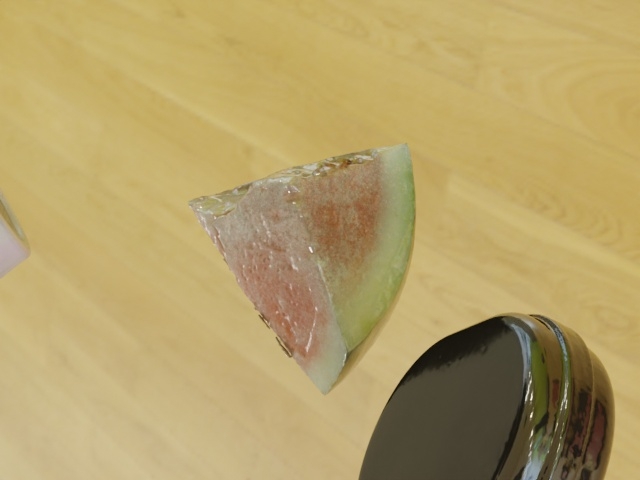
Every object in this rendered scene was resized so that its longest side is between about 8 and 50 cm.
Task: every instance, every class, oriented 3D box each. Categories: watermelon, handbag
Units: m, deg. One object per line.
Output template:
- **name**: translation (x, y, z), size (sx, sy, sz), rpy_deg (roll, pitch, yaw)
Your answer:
- **watermelon**: translation (0.000, 0.000, 1.495), size (0.193, 0.231, 0.310), rpy_deg (-16, 42, 52)
- **handbag**: translation (0.130, 0.190, 1.186), size (0.308, 0.093, 0.254), rpy_deg (-32, 37, 61)

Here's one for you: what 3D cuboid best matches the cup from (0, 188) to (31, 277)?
- **cup**: translation (-0.514, 0.024, 1.480), size (0.253, 0.371, 0.253), rpy_deg (57, 174, 9)
